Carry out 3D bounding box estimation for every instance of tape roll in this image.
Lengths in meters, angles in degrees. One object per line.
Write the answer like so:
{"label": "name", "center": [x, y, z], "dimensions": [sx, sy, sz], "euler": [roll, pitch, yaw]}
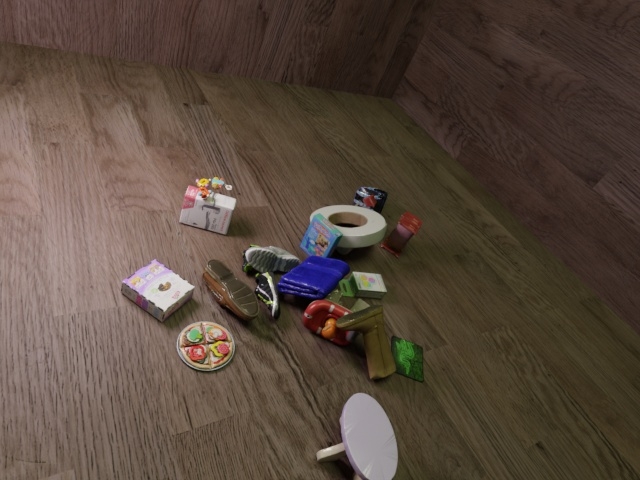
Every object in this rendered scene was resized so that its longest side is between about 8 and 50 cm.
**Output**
{"label": "tape roll", "center": [0.139, -0.079, 2.178], "dimensions": [0.393, 0.071, 0.392], "euler": [2, 26, -1]}

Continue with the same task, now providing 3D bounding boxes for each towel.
{"label": "towel", "center": [-0.024, 0.147, 1.831], "dimensions": [0.228, 0.076, 0.308], "euler": [6, 21, 22]}

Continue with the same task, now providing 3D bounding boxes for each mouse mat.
{"label": "mouse mat", "center": [0.369, 0.501, 1.809], "dimensions": [0.153, 0.007, 0.189], "euler": [22, 37, -6]}

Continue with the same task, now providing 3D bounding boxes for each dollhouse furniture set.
{"label": "dollhouse furniture set", "center": [0.340, -0.102, 2.328], "dimensions": [0.374, 0.201, 0.152], "euler": [34, 39, 8]}

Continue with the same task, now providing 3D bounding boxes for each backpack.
{"label": "backpack", "center": [0.293, -0.242, 2.511], "dimensions": [0.174, 0.158, 0.117], "euler": [23, 28, 14]}

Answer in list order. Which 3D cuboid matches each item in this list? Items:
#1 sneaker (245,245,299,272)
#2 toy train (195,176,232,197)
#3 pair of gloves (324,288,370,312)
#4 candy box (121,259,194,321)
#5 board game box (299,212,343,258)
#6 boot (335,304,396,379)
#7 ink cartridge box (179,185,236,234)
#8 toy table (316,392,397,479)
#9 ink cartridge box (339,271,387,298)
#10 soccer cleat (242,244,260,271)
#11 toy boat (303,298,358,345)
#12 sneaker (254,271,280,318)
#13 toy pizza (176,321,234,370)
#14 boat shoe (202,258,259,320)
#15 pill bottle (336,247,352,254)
{"label": "sneaker", "center": [-0.226, 0.077, 1.872], "dimensions": [0.282, 0.105, 0.115], "euler": [18, 16, -48]}
{"label": "toy train", "center": [-0.480, -0.225, 1.871], "dimensions": [0.166, 0.046, 0.125], "euler": [-19, 54, -44]}
{"label": "pair of gloves", "center": [0.090, 0.306, 1.846], "dimensions": [0.240, 0.042, 0.204], "euler": [27, 41, 4]}
{"label": "candy box", "center": [-0.598, 0.182, 1.569], "dimensions": [0.196, 0.070, 0.165], "euler": [33, 38, 9]}
{"label": "board game box", "center": [0.000, 0.000, 2.008], "dimensions": [0.160, 0.210, 0.047], "euler": [44, 41, 20]}
{"label": "boot", "center": [0.183, 0.405, 1.634], "dimensions": [0.236, 0.089, 0.269], "euler": [-13, 94, -32]}
{"label": "ink cartridge box", "center": [-0.505, -0.134, 1.913], "dimensions": [0.218, 0.158, 0.092], "euler": [15, 36, -15]}
{"label": "toy table", "center": [0.130, 0.658, 1.366], "dimensions": [0.253, 0.160, 0.274], "euler": [16, 40, -14]}
{"label": "ink cartridge box", "center": [0.197, 0.209, 1.999], "dimensions": [0.210, 0.062, 0.108], "euler": [7, 42, -22]}
{"label": "soccer cleat", "center": [-0.316, 0.079, 1.868], "dimensions": [0.073, 0.060, 0.178], "euler": [15, 34, 8]}
{"label": "toy boat", "center": [0.040, 0.336, 1.676], "dimensions": [0.231, 0.150, 0.151], "euler": [27, 18, 2]}
{"label": "sneaker", "center": [-0.224, 0.229, 1.745], "dimensions": [0.097, 0.084, 0.234], "euler": [-11, 46, -7]}
{"label": "toy pizza", "center": [-0.401, 0.365, 1.501], "dimensions": [0.202, 0.032, 0.201], "euler": [16, 39, -13]}
{"label": "boat shoe", "center": [-0.350, 0.208, 1.659], "dimensions": [0.111, 0.104, 0.307], "euler": [-10, 48, -49]}
{"label": "pill bottle", "center": [0.151, 0.005, 2.188], "dimensions": [0.087, 0.087, 0.160], "euler": [39, 39, 15]}
